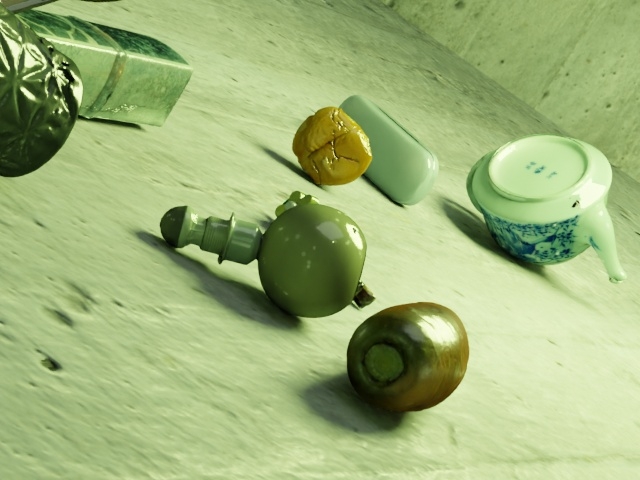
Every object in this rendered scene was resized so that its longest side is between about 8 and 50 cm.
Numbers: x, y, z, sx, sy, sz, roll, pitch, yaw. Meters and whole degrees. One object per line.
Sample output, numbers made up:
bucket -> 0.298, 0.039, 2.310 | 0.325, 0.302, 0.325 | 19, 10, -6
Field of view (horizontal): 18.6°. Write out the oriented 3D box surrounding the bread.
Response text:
bread -> 0.011, -0.097, 2.035 | 0.081, 0.083, 0.046 | -10, -5, -3

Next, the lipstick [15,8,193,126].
lipstick -> -0.225, -0.155, 1.713 | 0.077, 0.076, 0.290 | 38, 17, 25

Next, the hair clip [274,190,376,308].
hair clip -> 0.000, -0.001, 1.729 | 0.049, 0.049, 0.173 | 22, 18, -37

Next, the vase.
vase -> -0.295, -0.159, 1.353 | 0.156, 0.251, 0.301 | 7, -18, 41

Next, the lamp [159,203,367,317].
lamp -> -0.047, 0.006, 1.542 | 0.163, 0.091, 0.091 | 13, 16, -6

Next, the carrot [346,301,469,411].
carrot -> 0.077, 0.086, 1.503 | 0.087, 0.087, 0.193 | 35, 11, 13

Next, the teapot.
teapot -> 0.257, -0.033, 2.261 | 0.232, 0.159, 0.159 | 29, 9, 38

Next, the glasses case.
glasses case -> 0.070, -0.103, 2.206 | 0.045, 0.067, 0.178 | 19, 18, -43

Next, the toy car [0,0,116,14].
toy car -> -0.282, -0.301, 1.530 | 0.336, 0.242, 0.226 | -24, 39, -37
